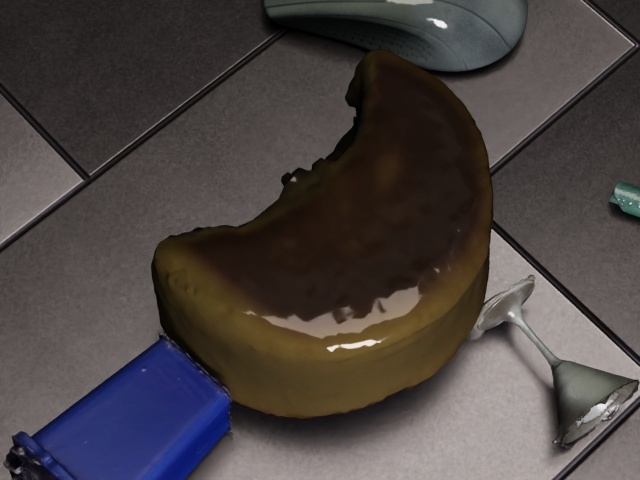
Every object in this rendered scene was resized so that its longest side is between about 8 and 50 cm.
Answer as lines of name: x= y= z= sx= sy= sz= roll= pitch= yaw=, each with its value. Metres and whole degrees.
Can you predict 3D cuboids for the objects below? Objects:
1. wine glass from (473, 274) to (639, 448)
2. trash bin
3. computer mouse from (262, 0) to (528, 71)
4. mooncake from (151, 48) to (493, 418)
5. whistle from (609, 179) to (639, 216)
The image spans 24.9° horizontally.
wine glass: x=0.269 y=0.135 z=1.680 sx=0.122 sy=0.122 sz=0.183 roll=-32 pitch=69 yaw=-15
trash bin: x=-0.210 y=0.239 z=1.603 sx=0.184 sy=0.162 sz=0.234 roll=40 pitch=65 yaw=15
computer mouse: x=0.090 y=-0.341 z=1.896 sx=0.371 sy=0.122 sz=0.188 roll=13 pitch=65 yaw=8
mooncake: x=0.000 y=0.000 z=1.663 sx=0.394 sy=0.246 sz=0.393 roll=-5 pitch=57 yaw=2
whistle: x=0.452 y=-0.030 z=1.798 sx=0.186 sy=0.039 sz=0.039 roll=20 pitch=67 yaw=8
